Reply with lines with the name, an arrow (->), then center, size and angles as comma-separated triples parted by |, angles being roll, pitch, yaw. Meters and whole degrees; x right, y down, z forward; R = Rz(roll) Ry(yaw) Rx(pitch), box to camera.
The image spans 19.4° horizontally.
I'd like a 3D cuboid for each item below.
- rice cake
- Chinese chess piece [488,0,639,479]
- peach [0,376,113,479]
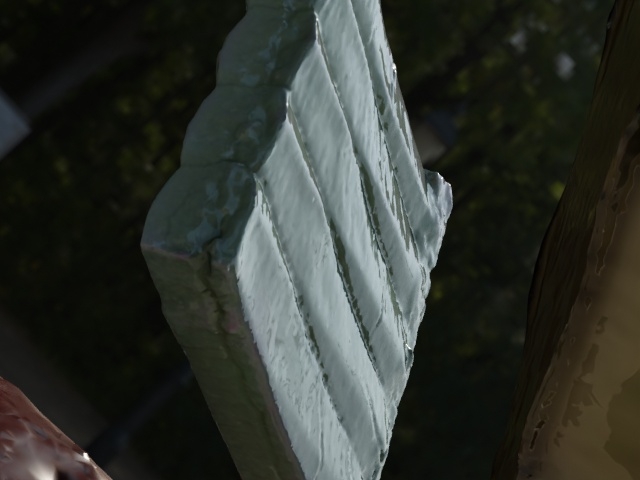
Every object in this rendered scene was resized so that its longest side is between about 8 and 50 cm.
rice cake -> 0.000, 0.000, 0.678 | 0.037, 0.189, 0.198 | 6, -30, 21
Chinese chess piece -> 0.113, -0.029, 0.410 | 0.104, 0.257, 0.257 | 18, -11, 5
peach -> -0.247, 0.187, 0.712 | 0.416, 0.339, 0.353 | 14, 26, 11
